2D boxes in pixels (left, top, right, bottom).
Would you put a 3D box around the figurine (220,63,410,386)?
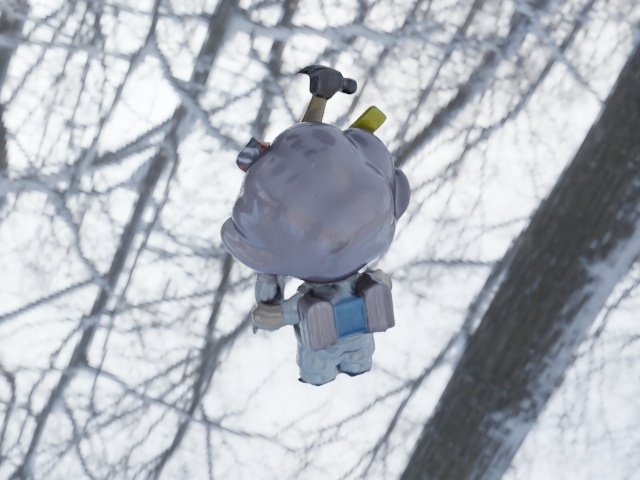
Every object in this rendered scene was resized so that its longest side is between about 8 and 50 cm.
[{"bbox_3d":[0.000,0.000,0.927,0.137,0.229,0.112,-11,-153,-9],"label":"figurine"}]
